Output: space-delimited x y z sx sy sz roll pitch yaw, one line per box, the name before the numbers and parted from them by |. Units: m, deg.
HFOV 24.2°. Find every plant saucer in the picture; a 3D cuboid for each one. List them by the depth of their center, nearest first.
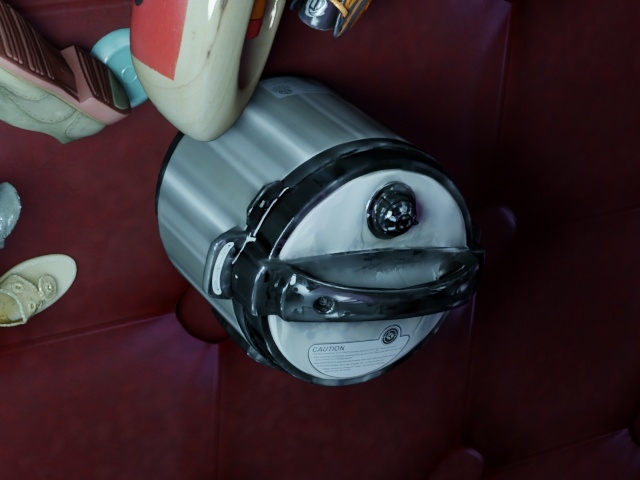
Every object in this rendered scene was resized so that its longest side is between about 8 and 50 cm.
plant saucer | -0.264 -0.230 2.036 0.119 0.021 0.119 -15 122 -26

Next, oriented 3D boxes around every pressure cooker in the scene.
pressure cooker | 0.000 -0.005 2.074 0.370 0.420 0.375 -42 131 -8

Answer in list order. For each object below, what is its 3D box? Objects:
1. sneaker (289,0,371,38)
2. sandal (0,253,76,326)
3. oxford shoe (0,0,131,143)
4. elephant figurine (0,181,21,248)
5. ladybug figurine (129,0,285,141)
sneaker | 0.030 -0.369 2.015 0.180 0.124 0.321 -55 163 5
sandal | -0.435 0.096 2.066 0.240 0.079 0.088 -20 125 -24
oxford shoe | -0.391 -0.202 1.877 0.130 0.123 0.348 -34 144 20
elephant figurine | -0.453 -0.016 1.886 0.169 0.239 0.186 -38 130 -9
ladybug figurine | -0.133 -0.352 1.918 0.162 0.305 0.449 19 108 7
